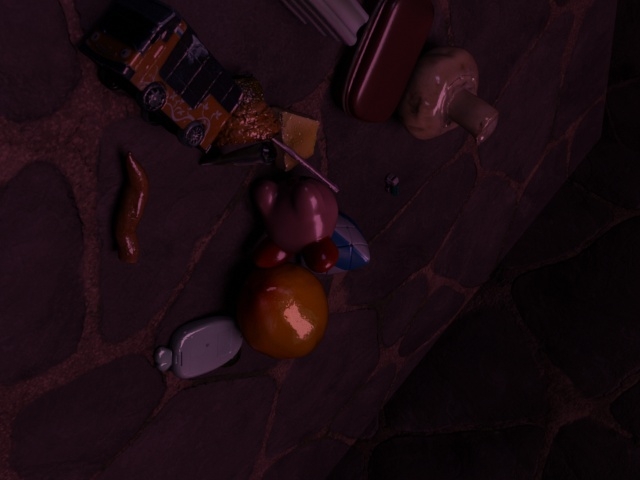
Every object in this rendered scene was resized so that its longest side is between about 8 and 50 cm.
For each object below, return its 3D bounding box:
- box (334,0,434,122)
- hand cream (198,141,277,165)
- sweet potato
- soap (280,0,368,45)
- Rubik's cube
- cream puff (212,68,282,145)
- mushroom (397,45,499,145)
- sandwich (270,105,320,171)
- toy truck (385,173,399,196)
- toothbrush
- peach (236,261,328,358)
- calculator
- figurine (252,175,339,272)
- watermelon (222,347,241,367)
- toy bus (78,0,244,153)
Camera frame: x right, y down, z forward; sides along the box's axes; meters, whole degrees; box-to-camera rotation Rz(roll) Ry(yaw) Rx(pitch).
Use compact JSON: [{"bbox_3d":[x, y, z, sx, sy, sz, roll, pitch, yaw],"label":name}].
[{"bbox_3d":[0.184,-0.537,1.989,0.263,0.108,0.404,1,117,-55],"label":"box"},{"bbox_3d":[-0.194,-0.204,1.675,0.086,0.235,0.055,-15,101,-46],"label":"hand cream"},{"bbox_3d":[-0.437,-0.081,1.591,0.067,0.059,0.281,0,118,-30],"label":"sweet potato"},{"bbox_3d":[-0.024,-0.581,1.603,0.095,0.172,0.289,-59,148,3],"label":"soap"},{"bbox_3d":[0.000,0.000,2.211,0.254,0.254,0.254,-34,142,-32],"label":"Rubik's cube"},{"bbox_3d":[-0.190,-0.321,1.649,0.183,0.183,0.169,-21,108,-44],"label":"cream puff"},{"bbox_3d":[0.425,-0.440,2.197,0.314,0.336,0.314,-32,147,-24],"label":"mushroom"},{"bbox_3d":[-0.064,-0.309,1.906,0.162,0.058,0.193,-38,142,-32],"label":"sandwich"},{"bbox_3d":[0.259,-0.197,2.456,0.039,0.044,0.083,-44,147,-25],"label":"toy truck"},{"bbox_3d":[-0.066,-0.235,1.858,0.029,0.024,0.354,-44,124,13],"label":"toothbrush"},{"bbox_3d":[-0.121,0.196,2.079,0.289,0.289,0.308,-48,114,-14],"label":"peach"},{"bbox_3d":[-0.354,0.318,2.039,0.295,0.042,0.184,-15,120,-38],"label":"calculator"},{"bbox_3d":[-0.056,-0.062,1.971,0.211,0.269,0.261,-30,117,-57],"label":"figurine"},{"bbox_3d":[-0.290,0.358,2.177,0.105,0.062,0.106,-25,128,-38],"label":"watermelon"},{"bbox_3d":[-0.317,-0.343,1.430,0.194,0.162,0.323,-54,150,-6],"label":"toy bus"}]
